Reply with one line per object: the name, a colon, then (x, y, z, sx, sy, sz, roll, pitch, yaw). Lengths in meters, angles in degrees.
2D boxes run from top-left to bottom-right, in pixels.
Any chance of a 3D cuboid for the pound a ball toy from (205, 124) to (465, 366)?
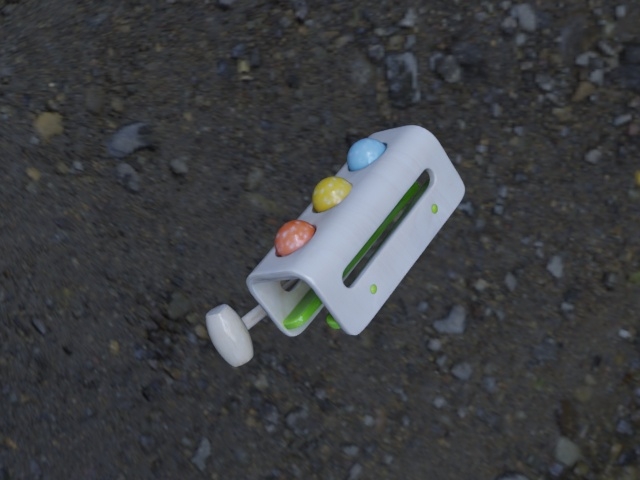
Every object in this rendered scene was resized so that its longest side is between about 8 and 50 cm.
pound a ball toy: (0.000, 0.000, 1.398, 0.319, 0.208, 0.136, -49, 115, -31)
